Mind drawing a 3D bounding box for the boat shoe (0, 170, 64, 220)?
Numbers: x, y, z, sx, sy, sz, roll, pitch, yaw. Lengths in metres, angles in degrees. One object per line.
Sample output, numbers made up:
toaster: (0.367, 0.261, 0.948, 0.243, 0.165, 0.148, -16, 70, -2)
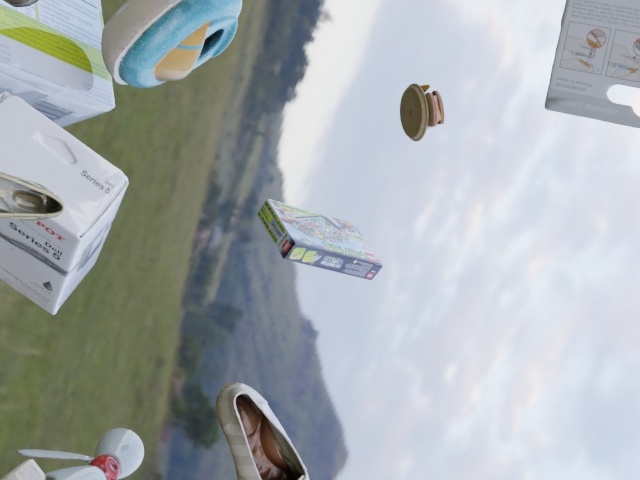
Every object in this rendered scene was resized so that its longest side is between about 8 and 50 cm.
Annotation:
boat shoe: (-0.329, -0.047, 1.195, 0.048, 0.153, 0.056, 9, -96, 48)

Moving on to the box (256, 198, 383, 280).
box: (0.000, 0.000, 1.983, 0.036, 0.207, 0.114, -52, -131, 22)

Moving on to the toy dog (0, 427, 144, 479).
toy dog: (-0.364, 0.374, 1.678, 0.161, 0.220, 0.333, -34, 160, 18)

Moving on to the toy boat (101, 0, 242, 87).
toy boat: (-0.174, -0.330, 1.708, 0.267, 0.148, 0.318, -40, 173, -47)

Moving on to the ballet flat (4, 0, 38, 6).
ballet flat: (-0.321, -0.373, 1.271, 0.058, 0.084, 0.250, 38, 53, -85)

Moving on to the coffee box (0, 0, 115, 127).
coffee box: (-0.547, -0.335, 1.756, 0.338, 0.337, 0.335, 15, 63, -66)

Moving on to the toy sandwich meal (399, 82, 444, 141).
toy sandwich meal: (0.134, -0.171, 1.600, 0.085, 0.029, 0.086, 175, -90, -69)

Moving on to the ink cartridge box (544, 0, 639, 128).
ink cartridge box: (0.319, -0.220, 1.100, 0.066, 0.189, 0.232, -36, 137, -65)

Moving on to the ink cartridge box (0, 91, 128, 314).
ink cartridge box: (-0.386, -0.042, 1.601, 0.115, 0.198, 0.273, -56, -178, -31)

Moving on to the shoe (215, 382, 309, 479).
shoe: (-0.061, 0.270, 1.419, 0.076, 0.219, 0.058, -26, -179, -25)
